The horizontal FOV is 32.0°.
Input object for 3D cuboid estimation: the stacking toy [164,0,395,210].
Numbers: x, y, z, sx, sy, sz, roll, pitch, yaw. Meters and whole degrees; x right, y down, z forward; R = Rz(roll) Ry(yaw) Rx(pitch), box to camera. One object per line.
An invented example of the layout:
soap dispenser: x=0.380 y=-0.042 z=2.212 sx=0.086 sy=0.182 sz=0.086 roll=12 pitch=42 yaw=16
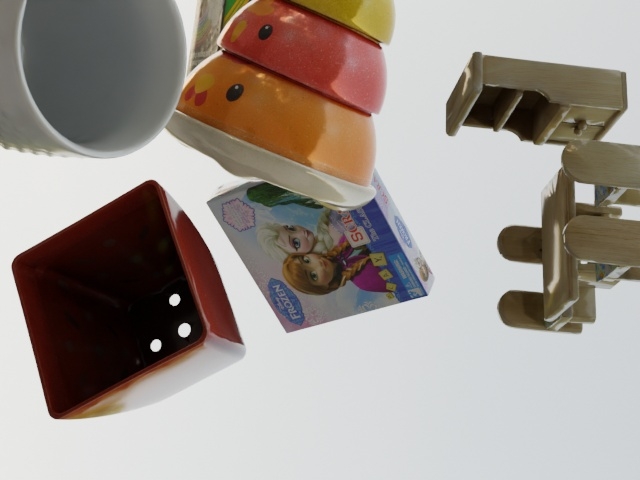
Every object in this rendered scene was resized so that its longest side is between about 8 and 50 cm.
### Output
stacking toy: x=-0.007 y=-0.315 z=1.657 sx=0.350 sy=0.350 sz=0.480 roll=27 pitch=-82 yaw=43

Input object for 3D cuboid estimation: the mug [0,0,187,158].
mug: x=-0.363 y=-0.275 z=1.553 sx=0.328 sy=0.374 sz=0.276 roll=6 pitch=-59 yaw=41

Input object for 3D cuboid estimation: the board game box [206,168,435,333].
board game box: x=0.000 y=0.000 z=2.057 sx=0.317 sy=0.066 sz=0.319 roll=-18 pitch=-65 yaw=29

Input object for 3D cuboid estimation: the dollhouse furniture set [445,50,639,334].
dollhouse furniture set: x=0.214 y=-0.048 z=1.109 sx=0.212 sy=0.160 sz=0.242 roll=112 pitch=-17 yaw=-68

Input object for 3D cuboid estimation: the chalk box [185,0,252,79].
chalk box: x=-0.132 y=-0.311 z=2.019 sx=0.180 sy=0.179 sz=0.289 roll=-164 pitch=-98 yaw=-65

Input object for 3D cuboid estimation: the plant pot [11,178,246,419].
plant pot: x=-0.259 y=0.113 z=1.674 sx=0.235 sy=0.267 sz=0.267 roll=35 pitch=30 yaw=-61
